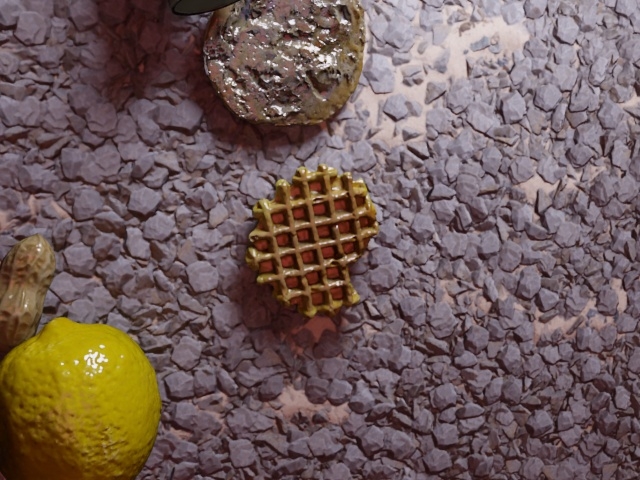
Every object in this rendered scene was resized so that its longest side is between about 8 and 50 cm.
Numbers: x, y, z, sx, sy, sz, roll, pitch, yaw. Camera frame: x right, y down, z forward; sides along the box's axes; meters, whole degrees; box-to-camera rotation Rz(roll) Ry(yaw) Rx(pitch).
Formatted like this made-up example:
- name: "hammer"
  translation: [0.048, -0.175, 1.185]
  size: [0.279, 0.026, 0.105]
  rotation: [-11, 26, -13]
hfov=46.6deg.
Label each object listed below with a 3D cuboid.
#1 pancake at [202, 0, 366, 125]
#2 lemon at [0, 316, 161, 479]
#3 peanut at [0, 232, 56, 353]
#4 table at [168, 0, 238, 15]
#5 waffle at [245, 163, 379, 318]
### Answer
- name: "pancake"
  translation: [-0.053, -0.316, 1.207]
  size: [0.282, 0.049, 0.282]
  rotation: [-2, 100, -13]
- name: "lemon"
  translation: [-0.366, 0.266, 1.116]
  size: [0.253, 0.253, 0.310]
  rotation: [-5, 101, -14]
- name: "peanut"
  translation: [-0.464, 0.082, 1.143]
  size: [0.083, 0.093, 0.194]
  rotation: [18, 96, -2]
- name: "table"
  translation: [-0.191, -0.459, 1.095]
  size: [0.126, 0.126, 0.220]
  rotation: [-17, 93, -11]
- name: "waffle"
  translation: [0.000, 0.000, 1.267]
  size: [0.253, 0.056, 0.249]
  rotation: [-46, 106, -5]
